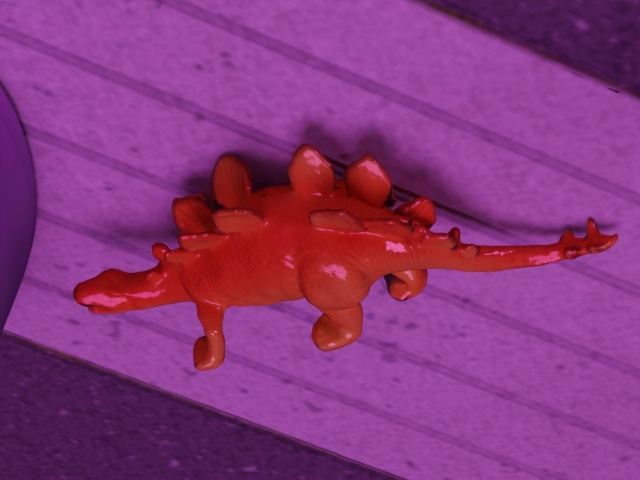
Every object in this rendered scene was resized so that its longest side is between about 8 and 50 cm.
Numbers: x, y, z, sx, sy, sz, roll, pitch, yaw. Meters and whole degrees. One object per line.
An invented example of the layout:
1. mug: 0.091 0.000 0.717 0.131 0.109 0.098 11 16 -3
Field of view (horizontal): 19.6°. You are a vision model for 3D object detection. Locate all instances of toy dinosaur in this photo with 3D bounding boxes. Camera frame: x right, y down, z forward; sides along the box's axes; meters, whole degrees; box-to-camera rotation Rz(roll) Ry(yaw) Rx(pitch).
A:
1. toy dinosaur: 0.000 0.000 0.940 0.288 0.070 0.117 -8 139 18

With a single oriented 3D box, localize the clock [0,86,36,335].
1. clock: -0.315 -0.015 0.976 0.338 0.102 0.338 8 143 6
